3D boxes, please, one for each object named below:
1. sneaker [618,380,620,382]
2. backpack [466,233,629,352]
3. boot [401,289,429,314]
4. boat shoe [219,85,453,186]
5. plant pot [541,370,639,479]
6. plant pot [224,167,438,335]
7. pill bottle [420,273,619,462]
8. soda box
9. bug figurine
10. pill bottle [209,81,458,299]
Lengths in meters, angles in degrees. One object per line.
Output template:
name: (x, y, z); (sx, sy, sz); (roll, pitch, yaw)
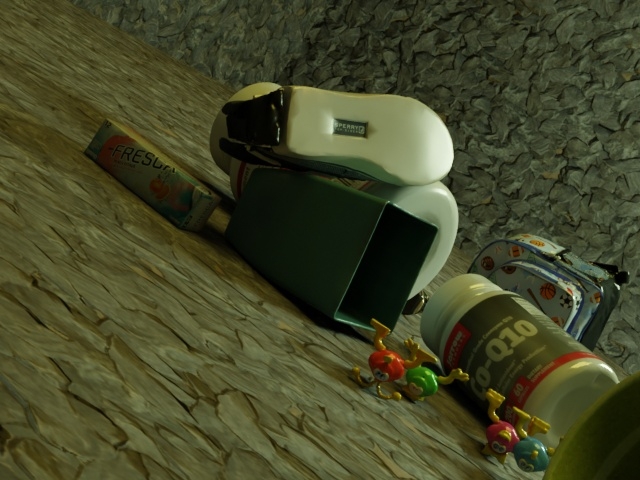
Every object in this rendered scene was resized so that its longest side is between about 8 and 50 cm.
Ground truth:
sneaker: (0.396, 0.260, 2.031); (0.299, 0.121, 0.112); (31, 37, -33)
backpack: (0.396, 0.121, 2.402); (0.263, 0.276, 0.213); (35, 20, 31)
boot: (0.156, 0.093, 2.144); (0.137, 0.077, 0.198); (36, 6, -31)
boat shoe: (0.019, -0.146, 1.763); (0.340, 0.127, 0.158); (12, -7, -40)
plant pot: (0.402, 0.299, 1.266); (0.254, 0.276, 0.276); (43, 3, -24)
plant pot: (0.000, 0.000, 1.721); (0.234, 0.165, 0.165); (25, 1, 32)
pill bottle: (0.268, 0.169, 1.773); (0.161, 0.161, 0.283); (28, 9, -39)
soda box: (-0.221, -0.086, 1.669); (0.183, 0.058, 0.063); (36, 7, 21)
bug figurine: (0.167, 0.197, 1.498); (0.279, 0.072, 0.216); (31, 0, 13)
pill bottle: (0.005, -0.085, 1.990); (0.408, 0.229, 0.229); (41, 10, 39)
